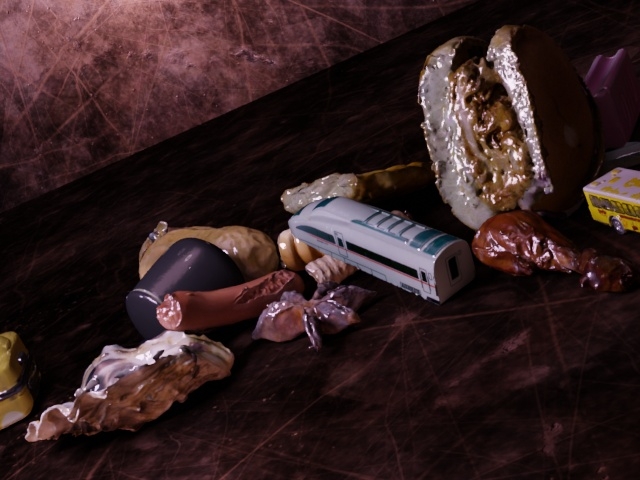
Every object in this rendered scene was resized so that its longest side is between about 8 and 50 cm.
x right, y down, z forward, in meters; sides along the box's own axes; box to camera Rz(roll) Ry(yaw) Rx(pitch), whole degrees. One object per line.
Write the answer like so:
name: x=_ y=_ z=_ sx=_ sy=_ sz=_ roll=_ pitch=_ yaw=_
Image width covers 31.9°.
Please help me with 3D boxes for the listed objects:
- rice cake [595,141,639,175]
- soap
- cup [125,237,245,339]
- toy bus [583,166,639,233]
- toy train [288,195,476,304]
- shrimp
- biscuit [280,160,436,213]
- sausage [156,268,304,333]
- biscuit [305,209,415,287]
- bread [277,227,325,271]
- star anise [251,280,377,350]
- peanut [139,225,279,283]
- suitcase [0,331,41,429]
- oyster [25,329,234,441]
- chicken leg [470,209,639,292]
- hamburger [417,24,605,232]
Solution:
rice cake: x=0.488 y=-0.135 z=1.834 sx=0.180 sy=0.030 sz=0.042 roll=-17 pitch=34 yaw=22
soap: x=0.510 y=-0.245 z=1.967 sx=0.065 sy=0.122 sz=0.203 roll=-13 pitch=23 yaw=30
cup: x=-0.232 y=0.113 z=1.921 sx=0.176 sy=0.169 sz=0.223 roll=-47 pitch=-11 yaw=-32
toy bus: x=0.462 y=-0.049 z=1.562 sx=0.081 sy=0.074 sz=0.226 roll=-28 pitch=17 yaw=-11
toy train: x=0.072 y=-0.010 z=1.799 sx=0.086 sy=0.088 sz=0.407 roll=-35 pitch=34 yaw=-25
shrimp: x=-0.297 y=0.004 z=2.295 sx=0.168 sy=0.077 sz=0.317 roll=-33 pitch=-3 yaw=-12
biscuit: x=0.068 y=-0.096 z=2.109 sx=0.329 sy=0.078 sz=0.335 roll=-13 pitch=2 yaw=10
sausage: x=-0.135 y=0.099 z=1.821 sx=0.304 sy=0.078 sz=0.078 roll=-10 pitch=4 yaw=-41
biscuit: x=0.071 y=0.013 z=1.926 sx=0.219 sy=0.061 sz=0.055 roll=-34 pitch=-1 yaw=-24
bread: x=0.000 y=0.000 z=2.004 sx=0.177 sy=0.084 sz=0.119 roll=-19 pitch=1 yaw=18
star anise: x=-0.006 y=0.107 z=1.762 sx=0.172 sy=0.063 sz=0.208 roll=-31 pitch=18 yaw=-29
peanut: x=-0.202 y=0.037 z=2.081 sx=0.291 sy=0.143 sz=0.159 roll=-9 pitch=39 yaw=37
suitcase: x=-0.627 y=0.265 z=2.007 sx=0.235 sy=0.143 sz=0.194 roll=-25 pitch=18 yaw=-1
oyster: x=-0.304 y=0.231 z=1.747 sx=0.351 sy=0.115 sz=0.238 roll=-20 pitch=9 yaw=0
chicken leg: x=0.326 y=0.014 z=1.562 sx=0.113 sy=0.093 sz=0.304 roll=-20 pitch=18 yaw=-26
hamburger: x=0.311 y=-0.178 z=1.768 sx=0.195 sy=0.318 sz=0.277 roll=-13 pitch=1 yaw=37
